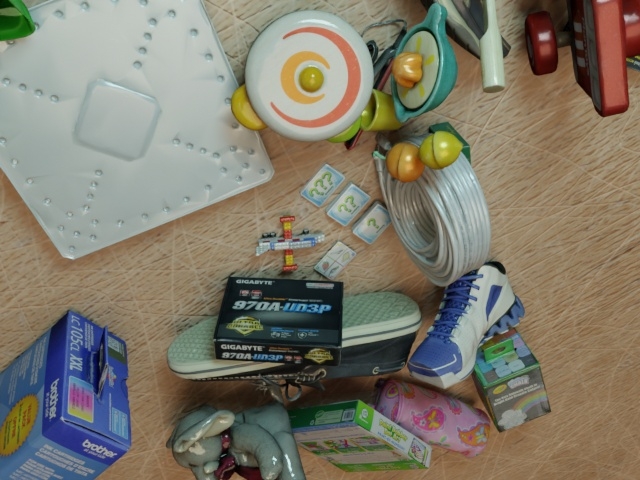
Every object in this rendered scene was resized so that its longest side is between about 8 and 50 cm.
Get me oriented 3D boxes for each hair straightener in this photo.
[{"bbox_3d":[0.068,-0.265,1.132,0.089,0.047,0.230,21,114,-25],"label":"hair straightener"}]

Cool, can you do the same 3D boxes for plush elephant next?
[{"bbox_3d":[-0.179,0.425,1.364,0.255,0.330,0.272,-13,168,-10],"label":"plush elephant"}]

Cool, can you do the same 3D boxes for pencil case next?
[{"bbox_3d":[0.249,0.406,1.555,0.284,0.124,0.124,21,114,-24],"label":"pencil case"}]

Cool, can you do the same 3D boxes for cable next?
[{"bbox_3d":[0.192,-0.054,1.171,0.089,0.257,0.257,-21,119,-15],"label":"cable"}]

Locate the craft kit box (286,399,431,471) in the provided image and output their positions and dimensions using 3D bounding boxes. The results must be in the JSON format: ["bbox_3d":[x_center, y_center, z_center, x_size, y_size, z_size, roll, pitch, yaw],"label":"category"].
[{"bbox_3d":[0.069,0.432,1.488,0.249,0.061,0.246,-20,130,42],"label":"craft kit box"}]

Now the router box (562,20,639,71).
[{"bbox_3d":[0.520,-0.376,1.173,0.178,0.046,0.133,12,119,-20],"label":"router box"}]

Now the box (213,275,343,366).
[{"bbox_3d":[-0.069,0.142,1.230,0.220,0.175,0.051,3,127,2],"label":"box"}]

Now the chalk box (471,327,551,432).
[{"bbox_3d":[0.407,0.292,1.513,0.132,0.132,0.213,-22,123,2],"label":"chalk box"}]

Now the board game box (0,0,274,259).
[{"bbox_3d":[-0.319,-0.196,1.079,0.390,0.050,0.390,-22,124,1],"label":"board game box"}]

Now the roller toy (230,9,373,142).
[{"bbox_3d":[-0.022,-0.250,1.040,0.209,0.146,0.191,10,106,-9],"label":"roller toy"}]

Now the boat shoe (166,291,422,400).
[{"bbox_3d":[-0.041,0.217,1.327,0.500,0.187,0.156,-7,115,-15],"label":"boat shoe"}]

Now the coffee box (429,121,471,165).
[{"bbox_3d":[0.237,-0.108,1.233,0.040,0.113,0.184,-13,122,-4],"label":"coffee box"}]

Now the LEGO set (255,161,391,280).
[{"bbox_3d":[0.000,0.000,1.277,0.182,0.060,0.244,35,109,-25],"label":"LEGO set"}]

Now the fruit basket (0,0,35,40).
[{"bbox_3d":[-0.555,-0.244,0.837,0.392,0.283,0.392,0,87,-6],"label":"fruit basket"}]

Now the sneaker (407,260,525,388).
[{"bbox_3d":[0.275,0.132,1.353,0.315,0.127,0.182,-35,116,-34],"label":"sneaker"}]

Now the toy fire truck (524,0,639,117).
[{"bbox_3d":[0.397,-0.355,1.001,0.169,0.254,0.302,-9,114,11],"label":"toy fire truck"}]

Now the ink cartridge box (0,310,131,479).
[{"bbox_3d":[-0.486,0.320,1.229,0.395,0.270,0.151,-39,127,12],"label":"ink cartridge box"}]

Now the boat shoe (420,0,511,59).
[{"bbox_3d":[0.199,-0.412,1.023,0.130,0.132,0.355,-40,123,13],"label":"boat shoe"}]

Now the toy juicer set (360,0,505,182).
[{"bbox_3d":[0.153,-0.214,0.976,0.089,0.209,0.329,3,149,-26],"label":"toy juicer set"}]
